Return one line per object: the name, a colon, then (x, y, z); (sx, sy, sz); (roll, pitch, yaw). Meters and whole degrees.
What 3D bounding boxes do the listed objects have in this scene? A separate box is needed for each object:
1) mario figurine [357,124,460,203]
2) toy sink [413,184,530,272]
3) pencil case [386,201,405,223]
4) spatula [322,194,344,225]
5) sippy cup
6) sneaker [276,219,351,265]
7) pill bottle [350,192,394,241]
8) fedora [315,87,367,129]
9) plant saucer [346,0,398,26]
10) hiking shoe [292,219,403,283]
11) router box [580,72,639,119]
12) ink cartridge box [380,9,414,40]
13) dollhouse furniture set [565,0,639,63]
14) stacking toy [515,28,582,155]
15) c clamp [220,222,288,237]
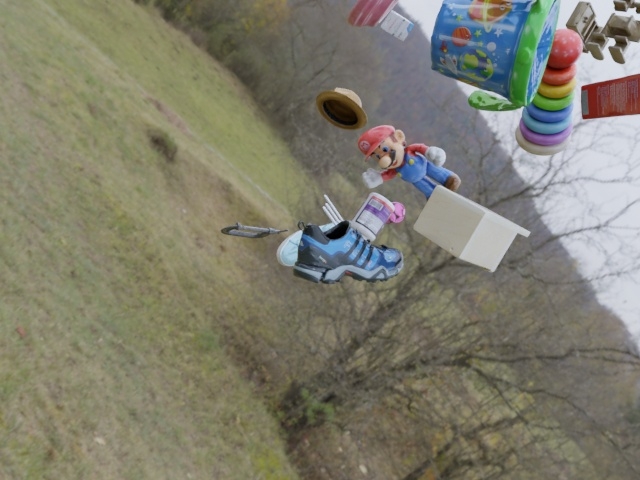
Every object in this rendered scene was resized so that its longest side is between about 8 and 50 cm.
mario figurine: (0.246, -0.209, 1.807); (0.320, 0.198, 0.170); (32, 2, -10)
toy sink: (0.360, -0.018, 1.459); (0.234, 0.131, 0.153); (16, 17, -46)
pencil case: (0.251, -0.096, 2.415); (0.098, 0.095, 0.209); (10, -10, -24)
spatula: (0.074, -0.024, 1.853); (0.242, 0.019, 0.168); (53, 15, -16)
sippy cup: (0.360, -0.420, 1.297); (0.224, 0.305, 0.240); (18, 24, 22)
sneaker: (0.000, 0.000, 2.463); (0.135, 0.366, 0.150); (66, -18, -6)
pill bottle: (0.169, -0.064, 2.174); (0.108, 0.193, 0.108); (34, -9, 6)
fedora: (0.081, -0.464, 2.114); (0.194, 0.194, 0.079); (42, 59, -34)
plant saucer: (0.212, -0.758, 1.817); (0.084, 0.332, 0.332); (41, 14, -7)
hiking shoe: (0.080, 0.022, 1.378); (0.304, 0.132, 0.113); (-2, 13, -40)
router box: (0.783, -0.316, 1.302); (0.301, 0.335, 0.082); (-99, -176, -81)
ink cartridge box: (0.184, -0.534, 1.515); (0.083, 0.048, 0.028); (15, 33, -40)
dollhouse furniture set: (0.990, -0.713, 2.091); (0.242, 0.212, 0.161); (32, 2, 43)
stacking toy: (0.569, -0.369, 1.502); (0.330, 0.141, 0.141); (80, -14, -51)
c clamp: (-0.189, -0.029, 1.698); (0.160, 0.137, 0.022); (6, 77, -28)
